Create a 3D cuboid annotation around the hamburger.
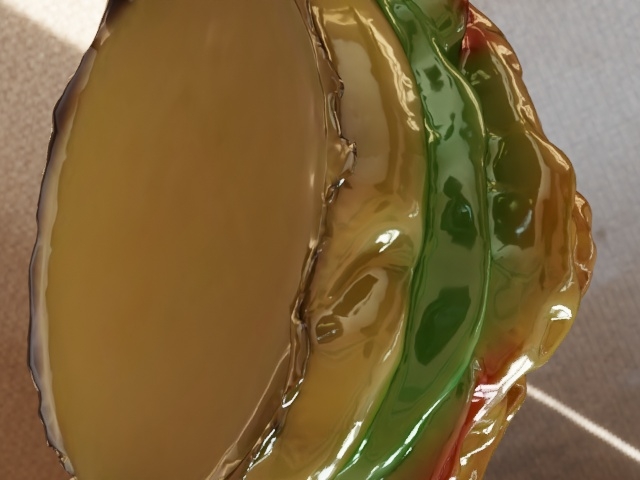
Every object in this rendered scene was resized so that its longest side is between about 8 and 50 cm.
[{"bbox_3d":[0.000,0.000,0.467,0.149,0.237,0.237,10,128,-34],"label":"hamburger"}]
